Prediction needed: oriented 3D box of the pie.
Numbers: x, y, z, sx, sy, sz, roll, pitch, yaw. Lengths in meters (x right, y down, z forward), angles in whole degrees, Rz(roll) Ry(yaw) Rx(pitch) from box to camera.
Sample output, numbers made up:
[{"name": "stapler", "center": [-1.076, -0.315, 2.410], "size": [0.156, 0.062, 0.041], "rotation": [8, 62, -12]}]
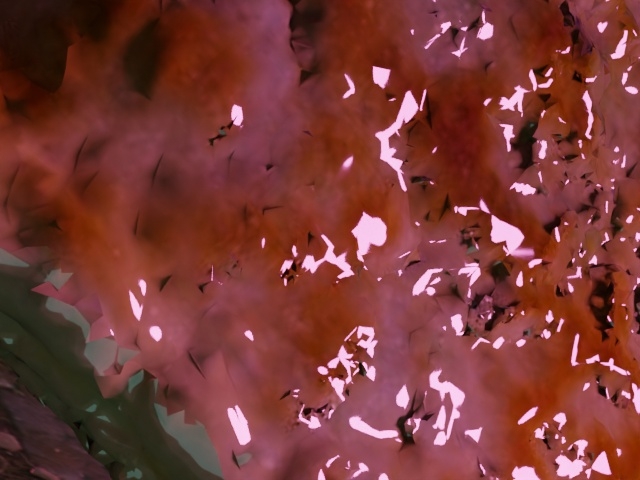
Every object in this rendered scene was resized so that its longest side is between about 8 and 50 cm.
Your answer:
[{"name": "pie", "center": [0.013, -0.086, 0.630], "size": [0.395, 0.418, 0.180], "rotation": [35, 150, -17]}]
